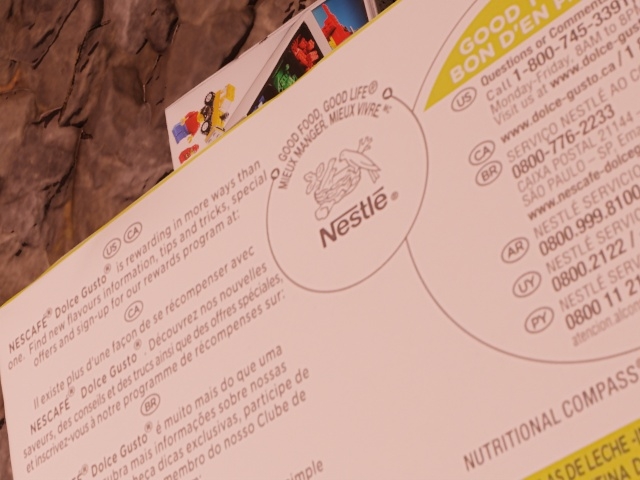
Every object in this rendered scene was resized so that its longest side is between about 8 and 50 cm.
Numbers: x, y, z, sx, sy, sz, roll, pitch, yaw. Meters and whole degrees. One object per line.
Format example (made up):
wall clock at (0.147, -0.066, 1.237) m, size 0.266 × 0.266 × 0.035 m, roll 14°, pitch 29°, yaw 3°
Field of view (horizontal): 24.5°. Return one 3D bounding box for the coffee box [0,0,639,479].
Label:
coffee box at (0.134, 0.118, 0.526) m, size 0.338 × 0.338 × 0.334 m, roll -35°, pitch 54°, yaw 29°

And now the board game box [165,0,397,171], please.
board game box at (0.000, 0.000, 0.944) m, size 0.193 × 0.053 × 0.305 m, roll -30°, pitch 56°, yaw 31°
